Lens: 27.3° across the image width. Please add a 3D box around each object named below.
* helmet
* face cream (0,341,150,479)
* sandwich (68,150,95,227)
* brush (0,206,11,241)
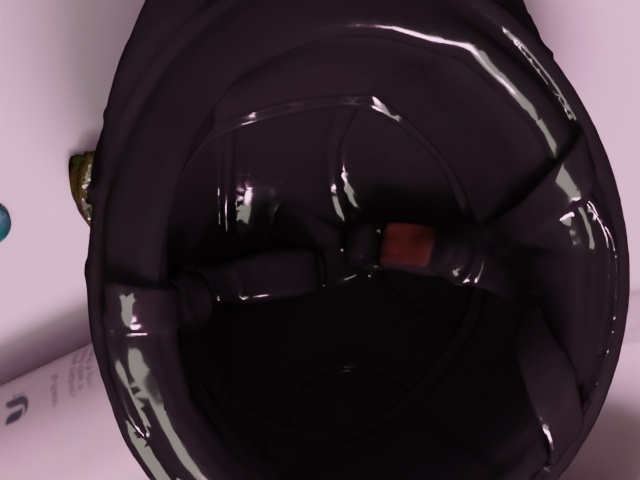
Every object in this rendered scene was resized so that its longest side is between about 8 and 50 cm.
[{"bbox_3d":[0.000,0.000,0.585,0.230,0.160,0.279,-16,97,-17],"label":"helmet"},{"bbox_3d":[-0.137,0.111,0.753,0.311,0.092,0.092,-26,133,20],"label":"face cream"},{"bbox_3d":[-0.085,-0.015,0.670,0.069,0.026,0.101,-19,135,16],"label":"sandwich"},{"bbox_3d":[-0.256,0.004,0.676,0.193,0.032,0.043,-14,133,-8],"label":"brush"}]
